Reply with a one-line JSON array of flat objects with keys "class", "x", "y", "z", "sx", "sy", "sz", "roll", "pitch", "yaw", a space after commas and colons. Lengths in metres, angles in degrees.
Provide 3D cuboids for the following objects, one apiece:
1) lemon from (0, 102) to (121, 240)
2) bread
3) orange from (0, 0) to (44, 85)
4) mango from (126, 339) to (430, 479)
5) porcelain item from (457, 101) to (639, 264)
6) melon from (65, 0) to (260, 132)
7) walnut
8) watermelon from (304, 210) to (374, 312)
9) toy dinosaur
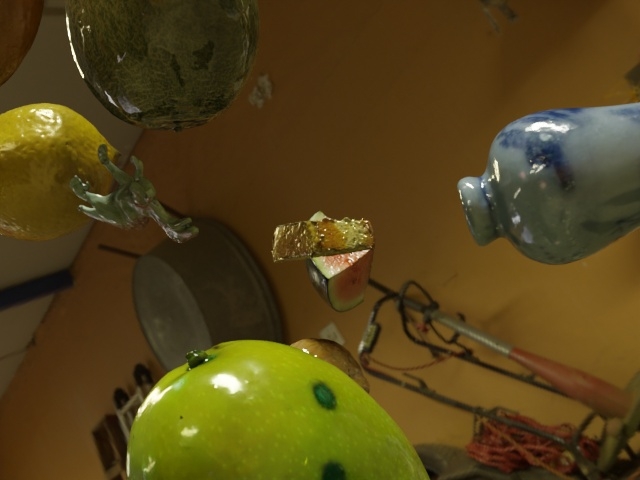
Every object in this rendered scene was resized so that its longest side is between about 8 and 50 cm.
[{"class": "lemon", "x": -0.484, "y": -0.110, "z": 1.149, "sx": 0.254, "sy": 0.228, "sz": 0.228, "roll": -26, "pitch": -13, "yaw": 11}, {"class": "bread", "x": 0.000, "y": 0.000, "z": 1.064, "sx": 0.103, "sy": 0.065, "sz": 0.187, "roll": 1, "pitch": -4, "yaw": -33}, {"class": "orange", "x": -0.404, "y": -0.231, "z": 0.667, "sx": 0.249, "sy": 0.249, "sz": 0.183, "roll": -30, "pitch": -14, "yaw": -11}, {"class": "mango", "x": -0.006, "y": 0.190, "z": 0.452, "sx": 0.175, "sy": 0.293, "sz": 0.143, "roll": -45, "pitch": 22, "yaw": -23}, {"class": "porcelain item", "x": 0.256, "y": -0.061, "z": 0.604, "sx": 0.259, "sy": 0.141, "sz": 0.141, "roll": -16, "pitch": -11, "yaw": 13}, {"class": "melon", "x": -0.205, "y": -0.306, "z": 0.884, "sx": 0.249, "sy": 0.329, "sz": 0.248, "roll": -5, "pitch": 5, "yaw": 0}, {"class": "walnut", "x": -0.001, "y": 0.224, "z": 1.014, "sx": 0.149, "sy": 0.166, "sz": 0.166, "roll": -8, "pitch": -2, "yaw": 28}, {"class": "watermelon", "x": 0.014, "y": 0.035, "z": 1.243, "sx": 0.137, "sy": 0.145, "sz": 0.193, "roll": -54, "pitch": -26, "yaw": -3}, {"class": "toy dinosaur", "x": -0.270, "y": -0.042, "z": 0.918, "sx": 0.242, "sy": 0.167, "sz": 0.053, "roll": -26, "pitch": 14, "yaw": 48}]
